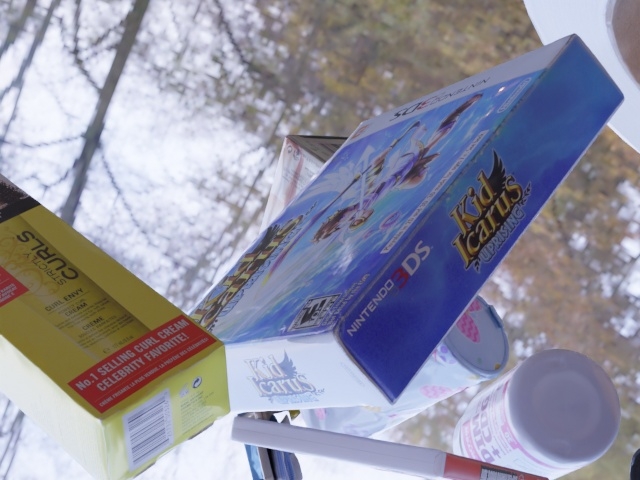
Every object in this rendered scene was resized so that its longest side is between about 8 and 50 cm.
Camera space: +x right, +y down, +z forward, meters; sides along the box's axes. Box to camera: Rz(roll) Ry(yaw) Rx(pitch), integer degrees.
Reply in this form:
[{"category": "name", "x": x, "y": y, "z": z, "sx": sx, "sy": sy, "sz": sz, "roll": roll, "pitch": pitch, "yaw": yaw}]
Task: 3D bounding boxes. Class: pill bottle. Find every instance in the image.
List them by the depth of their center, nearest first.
[{"category": "pill bottle", "x": 0.292, "y": 0.263, "z": 1.755, "sx": 0.160, "sy": 0.283, "sz": 0.160, "roll": 4, "pitch": -112, "yaw": -11}]

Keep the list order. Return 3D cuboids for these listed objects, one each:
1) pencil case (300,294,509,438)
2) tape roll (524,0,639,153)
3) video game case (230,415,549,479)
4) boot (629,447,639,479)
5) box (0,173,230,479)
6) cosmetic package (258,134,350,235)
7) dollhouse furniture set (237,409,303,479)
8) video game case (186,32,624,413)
[{"category": "pencil case", "x": 0.095, "y": 0.158, "z": 1.478, "sx": 0.124, "sy": 0.273, "sz": 0.113, "roll": -5, "pitch": -113, "yaw": -46}, {"category": "tape roll", "x": 0.320, "y": -0.145, "z": 0.928, "sx": 0.392, "sy": 0.072, "sz": 0.392, "roll": 40, "pitch": 166, "yaw": 11}, {"category": "video game case", "x": 0.074, "y": 0.205, "z": 1.162, "sx": 0.204, "sy": 0.025, "sz": 0.285, "roll": 5, "pitch": 169, "yaw": 29}, {"category": "boot", "x": 0.480, "y": 0.293, "z": 1.622, "sx": 0.263, "sy": 0.091, "sz": 0.229, "roll": 50, "pitch": -150, "yaw": -22}, {"category": "box", "x": -0.157, "y": 0.041, "z": 0.707, "sx": 0.087, "sy": 0.058, "sz": 0.232, "roll": -30, "pitch": -132, "yaw": -32}, {"category": "cosmetic package", "x": 0.000, "y": 0.000, "z": 1.883, "sx": 0.153, "sy": 0.296, "sz": 0.129, "roll": 0, "pitch": -153, "yaw": -40}, {"category": "dollhouse furniture set", "x": 0.024, "y": 0.368, "z": 1.621, "sx": 0.198, "sy": 0.303, "sz": 0.286, "roll": -14, "pitch": -162, "yaw": -5}, {"category": "video game case", "x": 0.034, "y": -0.003, "z": 0.809, "sx": 0.061, "sy": 0.244, "sz": 0.269, "roll": 49, "pitch": -120, "yaw": -14}]
